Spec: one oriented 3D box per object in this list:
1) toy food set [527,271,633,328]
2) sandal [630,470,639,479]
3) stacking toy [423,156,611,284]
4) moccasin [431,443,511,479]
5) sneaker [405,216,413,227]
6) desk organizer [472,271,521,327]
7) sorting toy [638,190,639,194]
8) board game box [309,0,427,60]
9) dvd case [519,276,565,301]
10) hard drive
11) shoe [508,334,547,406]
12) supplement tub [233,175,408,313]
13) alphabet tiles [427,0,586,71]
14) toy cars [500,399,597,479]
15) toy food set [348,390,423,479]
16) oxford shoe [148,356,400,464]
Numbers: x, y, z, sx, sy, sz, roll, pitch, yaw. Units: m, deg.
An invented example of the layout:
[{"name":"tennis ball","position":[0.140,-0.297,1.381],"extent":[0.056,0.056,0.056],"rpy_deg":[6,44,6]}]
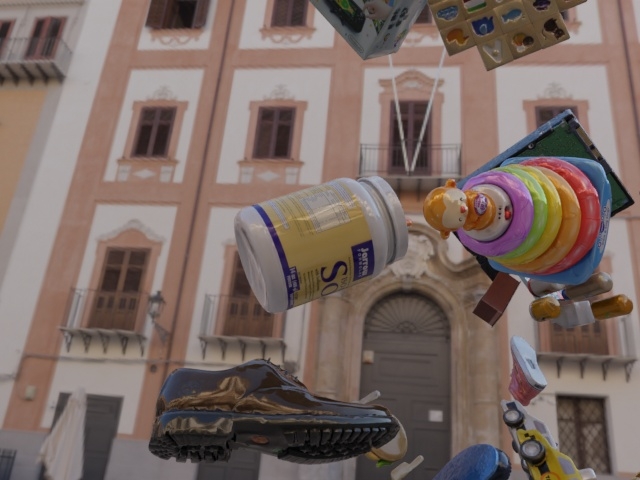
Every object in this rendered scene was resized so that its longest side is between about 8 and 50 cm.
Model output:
[{"name":"toy food set","position":[0.451,0.107,1.096],"extent":[0.232,0.111,0.104],"rpy_deg":[-4,-17,-28]},{"name":"sandal","position":[0.480,0.401,0.896],"extent":[0.079,0.088,0.240],"rpy_deg":[-6,17,34]},{"name":"stacking toy","position":[0.229,-0.035,0.746],"extent":[0.301,0.175,0.165],"rpy_deg":[3,5,-45]},{"name":"moccasin","position":[0.318,0.552,1.292],"extent":[0.116,0.138,0.342],"rpy_deg":[30,-46,-1]},{"name":"sneaker","position":[0.163,-0.070,1.521],"extent":[0.175,0.068,0.064],"rpy_deg":[14,9,-20]},{"name":"desk organizer","position":[0.369,0.119,1.240],"extent":[0.050,0.130,0.047],"rpy_deg":[35,-48,13]},{"name":"sorting toy","position":[0.765,-0.113,1.321],"extent":[0.044,0.083,0.075],"rpy_deg":[-11,-49,-11]},{"name":"board game box","position":[0.087,-0.453,0.843],"extent":[0.097,0.224,0.303],"rpy_deg":[-27,-19,-39]},{"name":"dvd case","position":[0.540,0.112,1.433],"extent":[0.119,0.087,0.013],"rpy_deg":[2,-42,-37]},{"name":"hard drive","position":[0.445,-0.086,1.268],"extent":[0.338,0.064,0.237],"rpy_deg":[-36,-76,28]},{"name":"shoe","position":[0.476,0.309,1.413],"extent":[0.063,0.178,0.081],"rpy_deg":[21,-62,-12]},{"name":"supplement tub","position":[0.000,0.000,1.305],"extent":[0.331,0.241,0.241],"rpy_deg":[-19,-17,-17]},{"name":"alphabet tiles","position":[0.353,-0.525,1.191],"extent":[0.284,0.343,0.011],"rpy_deg":[-21,-8,6]},{"name":"toy cars","position":[0.369,0.363,0.943],"extent":[0.087,0.177,0.393],"rpy_deg":[-19,-6,9]},{"name":"toy food set","position":[0.137,0.439,1.327],"extent":[0.132,0.192,0.038],"rpy_deg":[-11,-31,-46]},{"name":"oxford shoe","position":[-0.035,0.150,0.547],"extent":[0.227,0.096,0.083],"rpy_deg":[10,-45,-14]}]
